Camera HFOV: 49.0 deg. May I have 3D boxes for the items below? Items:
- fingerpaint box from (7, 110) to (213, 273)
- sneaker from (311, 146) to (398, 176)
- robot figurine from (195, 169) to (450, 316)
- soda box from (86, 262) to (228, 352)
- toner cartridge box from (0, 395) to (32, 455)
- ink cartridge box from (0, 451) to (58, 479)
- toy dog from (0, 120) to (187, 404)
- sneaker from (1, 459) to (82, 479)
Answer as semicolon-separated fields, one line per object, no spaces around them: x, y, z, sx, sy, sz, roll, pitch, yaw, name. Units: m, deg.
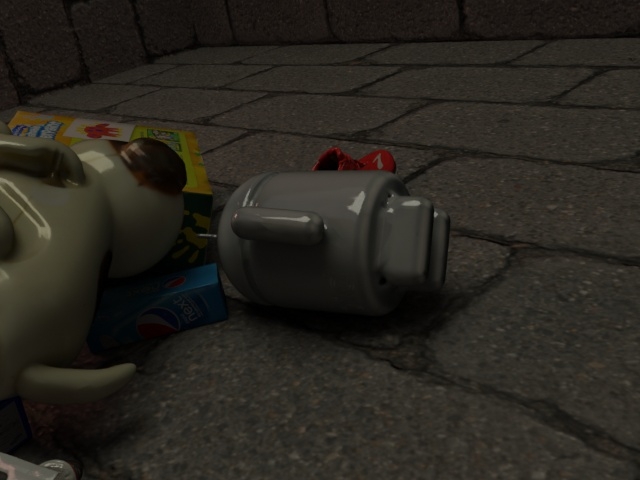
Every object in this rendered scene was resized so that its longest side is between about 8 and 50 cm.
-0.411;-0.099;1.318;0.370;0.163;0.445;5;20;-17;fingerpaint box
0.052;-0.128;1.349;0.107;0.119;0.279;12;34;41;sneaker
0.000;0.000;1.000;0.353;0.200;0.300;3;-12;29;robot figurine
-0.250;0.100;1.058;0.209;0.067;0.071;-14;25;-5;soda box
-0.547;0.216;0.885;0.347;0.075;0.165;12;30;30;toner cartridge box
-0.376;0.307;0.660;0.188;0.066;0.232;4;32;32;ink cartridge box
-0.344;-0.009;0.922;0.395;0.285;0.408;24;35;14;toy dog
-0.324;0.278;0.748;0.157;0.061;0.065;-19;-7;0;sneaker
